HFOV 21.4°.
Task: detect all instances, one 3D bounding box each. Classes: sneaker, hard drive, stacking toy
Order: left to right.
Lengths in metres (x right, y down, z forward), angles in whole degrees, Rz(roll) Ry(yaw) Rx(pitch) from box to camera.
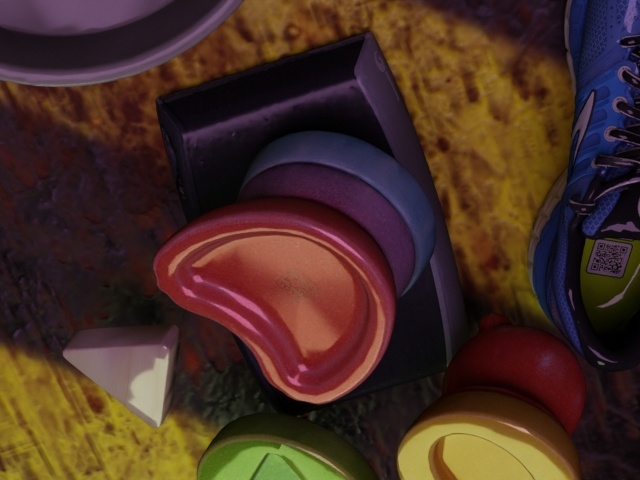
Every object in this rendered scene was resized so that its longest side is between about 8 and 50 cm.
[{"bbox_3d":[0.000,0.000,1.162,0.172,0.054,0.254,-17,115,5],"label":"hard drive"},{"bbox_3d":[0.011,0.075,1.138,0.279,0.130,0.309,-25,116,38],"label":"stacking toy"},{"bbox_3d":[0.219,-0.062,1.094,0.130,0.147,0.330,3,114,-5],"label":"sneaker"}]

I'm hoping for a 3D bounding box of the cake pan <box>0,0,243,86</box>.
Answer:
[{"bbox_3d":[-0.161,-0.240,1.022,0.293,0.054,0.293,-3,110,-7],"label":"cake pan"}]
